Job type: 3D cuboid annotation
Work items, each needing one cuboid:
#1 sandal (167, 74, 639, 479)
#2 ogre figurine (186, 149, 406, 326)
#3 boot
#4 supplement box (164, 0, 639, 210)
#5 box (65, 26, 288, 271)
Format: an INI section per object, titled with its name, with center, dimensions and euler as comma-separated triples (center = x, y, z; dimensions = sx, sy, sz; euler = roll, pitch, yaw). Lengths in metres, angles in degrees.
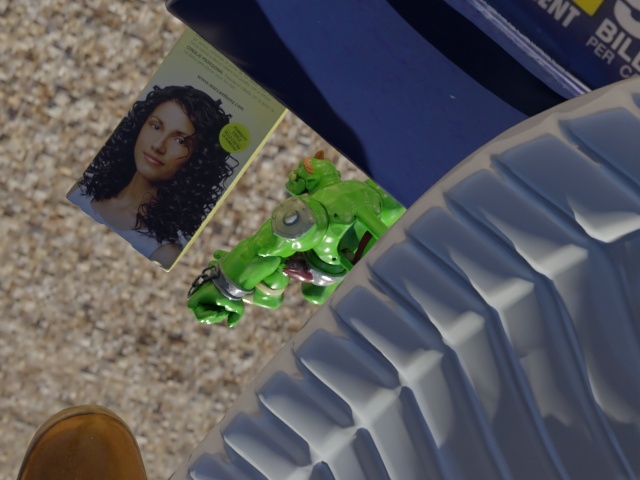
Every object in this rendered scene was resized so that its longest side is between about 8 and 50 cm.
[sandal]
center = 0.074, 0.055, 0.549
dimensions = 0.416, 0.102, 0.169
euler = -34, 94, 33
[ogre figurine]
center = 0.000, 0.000, 1.057
dimensions = 0.197, 0.096, 0.118
euler = 5, 141, -35
[boot]
center = -0.137, 0.278, 0.927
dimensions = 0.104, 0.211, 0.295
euler = -3, 111, -21
[supplement box]
center = 0.126, -0.199, 0.650
dimensions = 0.194, 0.356, 0.195
euler = 39, 159, -10
[box]
center = -0.061, -0.097, 0.912
dimensions = 0.087, 0.058, 0.232
euler = 35, 96, -2
